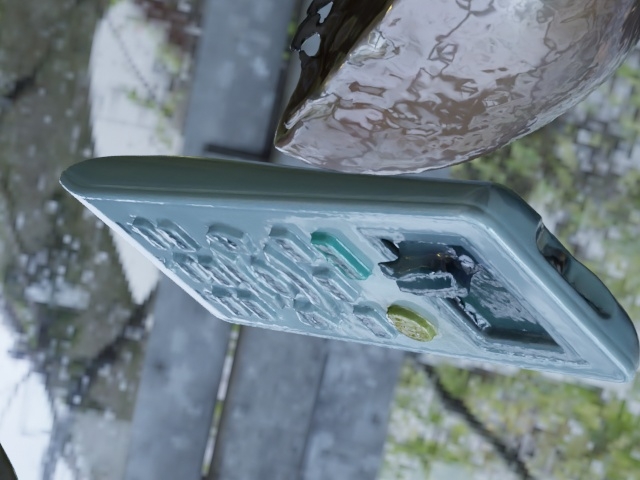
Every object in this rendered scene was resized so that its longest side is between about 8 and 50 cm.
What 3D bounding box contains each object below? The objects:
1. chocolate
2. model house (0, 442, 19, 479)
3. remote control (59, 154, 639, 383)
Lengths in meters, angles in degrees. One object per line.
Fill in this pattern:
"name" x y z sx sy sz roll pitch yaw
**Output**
"chocolate" 0.078 -0.125 0.499 0.083 0.161 0.261 30 -126 -10
"model house" -0.387 0.160 0.862 0.445 0.400 0.395 -26 -150 -14
"remote control" 0.000 0.001 0.681 0.103 0.051 0.293 43 160 -32
